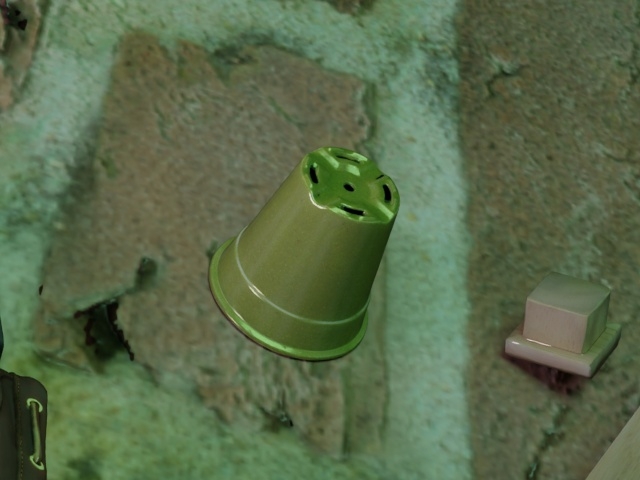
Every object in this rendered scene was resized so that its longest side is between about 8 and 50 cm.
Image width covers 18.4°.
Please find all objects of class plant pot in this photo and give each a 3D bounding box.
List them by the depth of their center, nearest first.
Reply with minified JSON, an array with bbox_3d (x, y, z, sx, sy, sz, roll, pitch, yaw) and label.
[{"bbox_3d":[0.000,0.000,0.937,0.083,0.079,0.083,18,39,-15],"label":"plant pot"}]

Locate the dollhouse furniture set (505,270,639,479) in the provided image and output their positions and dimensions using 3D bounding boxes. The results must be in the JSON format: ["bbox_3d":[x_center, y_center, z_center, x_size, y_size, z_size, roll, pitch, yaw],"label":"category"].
[{"bbox_3d":[0.191,0.194,0.863,0.355,0.174,0.303,17,32,25],"label":"dollhouse furniture set"}]

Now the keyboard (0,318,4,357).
[{"bbox_3d":[-0.281,0.018,0.782,0.317,0.033,0.201,8,43,-24],"label":"keyboard"}]

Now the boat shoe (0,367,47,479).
[{"bbox_3d":[-0.118,0.128,0.722,0.073,0.073,0.207,13,47,-31],"label":"boat shoe"}]
